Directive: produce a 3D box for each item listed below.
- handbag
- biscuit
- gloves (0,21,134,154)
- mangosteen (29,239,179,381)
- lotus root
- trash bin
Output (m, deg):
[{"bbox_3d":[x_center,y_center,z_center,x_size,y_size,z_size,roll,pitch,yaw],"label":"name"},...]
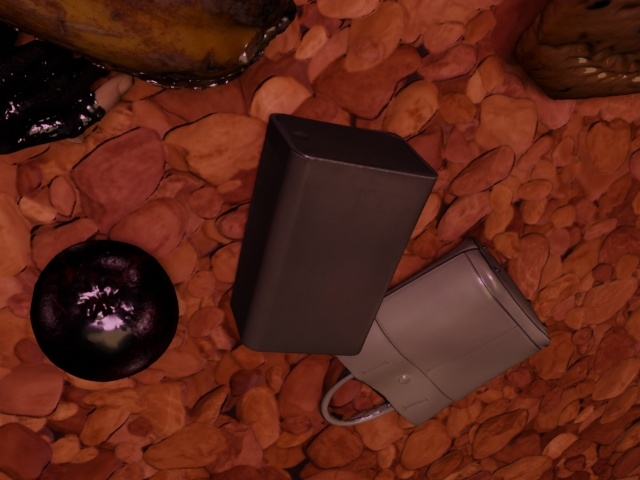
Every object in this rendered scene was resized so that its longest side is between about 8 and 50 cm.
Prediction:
[{"bbox_3d":[0.130,0.145,0.940,0.315,0.109,0.241,-34,124,17],"label":"handbag"},{"bbox_3d":[0.371,-0.230,0.692,0.359,0.359,0.046,-6,76,-17],"label":"biscuit"},{"bbox_3d":[-0.256,-0.132,0.613,0.180,0.106,0.129,-7,118,-12],"label":"gloves"},{"bbox_3d":[-0.224,0.074,0.730,0.152,0.152,0.152,-9,120,-15],"label":"mangosteen"},{"bbox_3d":[-0.195,-0.249,0.524,0.397,0.179,0.196,26,116,-30],"label":"lotus root"},{"bbox_3d":[0.000,0.000,0.774,0.164,0.122,0.240,8,117,-23],"label":"trash bin"}]
